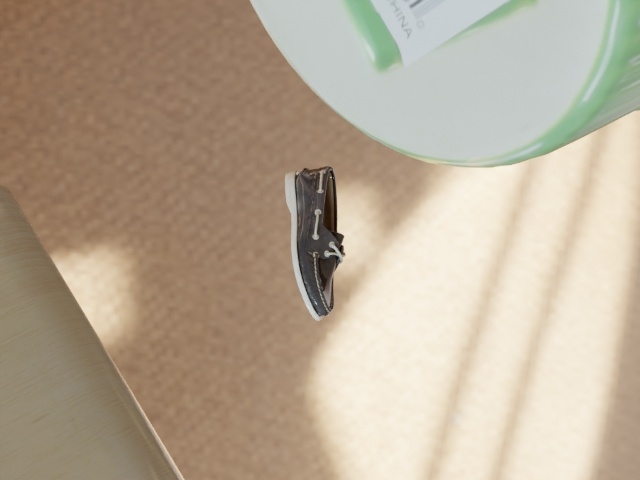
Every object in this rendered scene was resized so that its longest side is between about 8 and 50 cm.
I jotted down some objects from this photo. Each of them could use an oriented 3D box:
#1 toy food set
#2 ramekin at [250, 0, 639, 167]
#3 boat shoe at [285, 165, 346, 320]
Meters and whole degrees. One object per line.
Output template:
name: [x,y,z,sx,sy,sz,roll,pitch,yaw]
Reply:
toy food set: [-0.234,0.117,1.003,0.306,0.092,0.219,-23,72,-30]
ramekin: [0.086,-0.185,1.022,0.148,0.303,0.303,-33,117,-39]
boat shoe: [0.000,0.000,1.474,0.046,0.038,0.125,58,21,-56]
